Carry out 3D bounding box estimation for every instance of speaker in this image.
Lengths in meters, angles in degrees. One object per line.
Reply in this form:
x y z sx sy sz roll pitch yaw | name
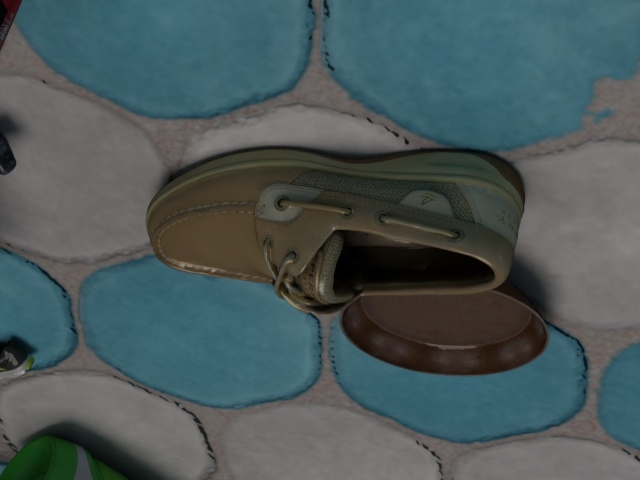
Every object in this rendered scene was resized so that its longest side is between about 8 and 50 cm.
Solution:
-0.191 0.317 1.625 0.296 0.131 0.131 38 136 -27 | speaker

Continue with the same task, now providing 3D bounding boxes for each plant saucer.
0.100 0.062 1.280 0.169 0.029 0.168 7 151 4 | plant saucer

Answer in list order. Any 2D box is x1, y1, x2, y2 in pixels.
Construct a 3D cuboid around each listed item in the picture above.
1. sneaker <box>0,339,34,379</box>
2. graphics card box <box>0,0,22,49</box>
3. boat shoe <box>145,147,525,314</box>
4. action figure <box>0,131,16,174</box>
-0.305 0.113 1.492 0.083 0.031 0.035 -19 118 29 | sneaker
-0.370 -0.194 0.971 0.371 0.232 0.094 29 140 -19 | graphics card box
0.000 0.000 1.198 0.302 0.098 0.109 -2 139 19 | boat shoe
-0.422 -0.011 1.265 0.330 0.178 0.341 41 133 -16 | action figure
